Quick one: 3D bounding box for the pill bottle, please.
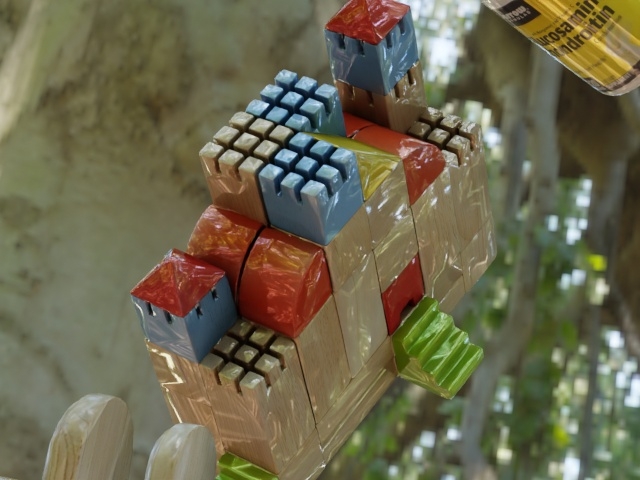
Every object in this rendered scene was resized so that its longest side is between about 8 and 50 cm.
[{"bbox_3d":[0.181,-0.198,1.377,0.184,0.103,0.103,34,-35,-17],"label":"pill bottle"}]

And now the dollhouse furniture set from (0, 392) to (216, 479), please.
[{"bbox_3d":[-0.162,0.038,0.525,0.212,0.161,0.242,7,-10,17],"label":"dollhouse furniture set"}]

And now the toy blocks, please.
[{"bbox_3d":[0.000,0.000,1.313,0.191,0.381,0.261,22,-35,30],"label":"toy blocks"}]
